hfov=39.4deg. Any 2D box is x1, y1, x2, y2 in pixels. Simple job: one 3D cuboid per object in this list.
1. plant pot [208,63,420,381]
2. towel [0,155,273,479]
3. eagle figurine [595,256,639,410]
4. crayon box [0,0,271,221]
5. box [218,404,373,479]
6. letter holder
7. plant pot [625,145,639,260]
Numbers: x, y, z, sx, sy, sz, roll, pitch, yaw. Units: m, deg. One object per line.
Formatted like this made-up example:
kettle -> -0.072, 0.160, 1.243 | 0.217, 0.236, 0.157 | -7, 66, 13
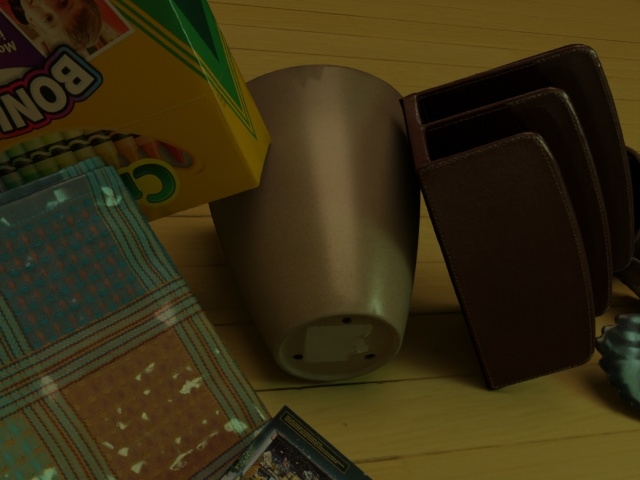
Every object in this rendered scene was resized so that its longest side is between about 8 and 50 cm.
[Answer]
plant pot -> 0.000, 0.000, 0.953 | 0.256, 0.256, 0.274 | 5, 50, -15
towel -> -0.177, 0.121, 0.706 | 0.271, 0.040, 0.370 | -30, 85, -46
eagle figurine -> 0.482, 0.111, 1.051 | 0.298, 0.225, 0.226 | -6, -16, 20
crayon box -> -0.275, -0.148, 0.829 | 0.363, 0.313, 0.106 | -16, 28, 15
box -> 0.013, 0.256, 0.682 | 0.233, 0.044, 0.159 | 40, 39, 6
letter holder -> 0.232, -0.022, 0.936 | 0.214, 0.302, 0.152 | -16, 34, 10
plant pot -> 0.458, -0.039, 1.248 | 0.165, 0.167, 0.167 | 8, 34, -24
